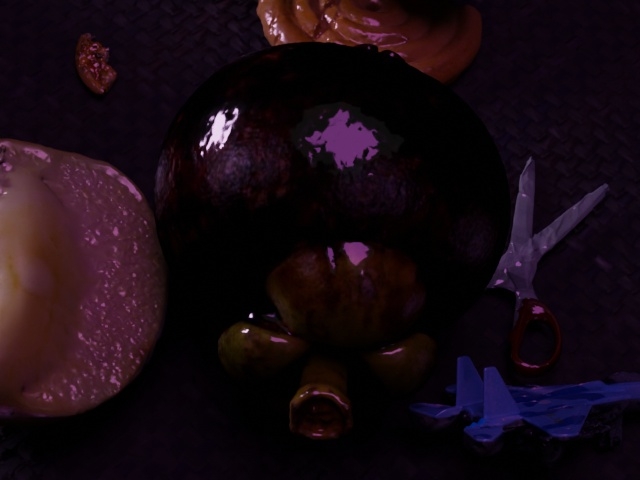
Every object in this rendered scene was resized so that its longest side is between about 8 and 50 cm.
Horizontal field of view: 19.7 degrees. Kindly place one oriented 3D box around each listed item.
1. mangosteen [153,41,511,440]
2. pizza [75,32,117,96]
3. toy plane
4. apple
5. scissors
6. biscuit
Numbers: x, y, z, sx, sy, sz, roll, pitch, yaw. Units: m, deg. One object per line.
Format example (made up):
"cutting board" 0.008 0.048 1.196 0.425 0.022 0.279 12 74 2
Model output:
"mangosteen" 0.008 -0.007 1.503 0.297 0.313 0.297 0 14 0
"pizza" -0.212 -0.167 1.733 0.037 0.016 0.083 -2 52 -20
"toy plane" 0.203 0.143 1.529 0.246 0.078 0.169 6 6 -31
"apple" -0.227 0.054 1.502 0.193 0.120 0.265 18 54 -13
"scissors" 0.181 0.015 1.658 0.144 0.017 0.247 21 50 15
"biscuit" 0.045 -0.197 1.792 0.224 0.033 0.144 11 51 -1
